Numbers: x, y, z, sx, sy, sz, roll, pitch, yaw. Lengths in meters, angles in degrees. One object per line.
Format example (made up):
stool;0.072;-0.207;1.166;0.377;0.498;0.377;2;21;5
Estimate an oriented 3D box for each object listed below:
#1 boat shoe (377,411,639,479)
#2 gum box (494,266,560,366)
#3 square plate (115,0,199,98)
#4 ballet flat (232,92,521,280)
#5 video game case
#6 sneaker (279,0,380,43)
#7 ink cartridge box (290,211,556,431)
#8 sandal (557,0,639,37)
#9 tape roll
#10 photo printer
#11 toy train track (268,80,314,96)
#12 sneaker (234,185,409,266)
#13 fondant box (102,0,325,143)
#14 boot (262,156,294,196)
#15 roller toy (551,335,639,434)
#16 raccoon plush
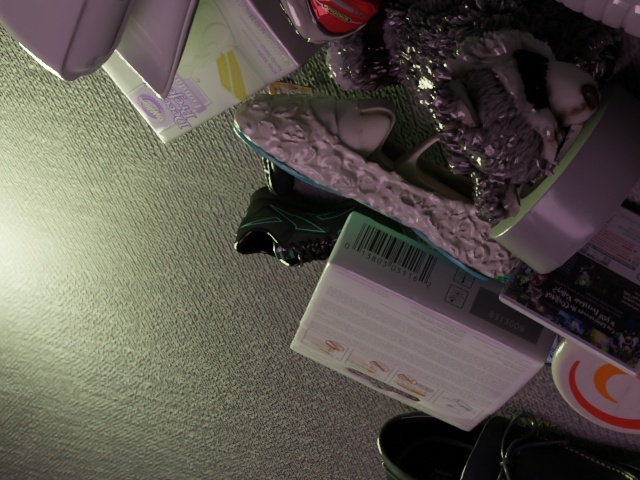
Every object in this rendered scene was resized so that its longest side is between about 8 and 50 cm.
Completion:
boat shoe;0.284;0.361;2.171;0.500;0.187;0.156;8;144;43
gum box;0.258;0.082;1.969;0.157;0.041;0.184;18;142;24
square plate;-0.233;-0.395;1.667;0.344;0.049;0.347;48;140;17
ballet flat;0.095;-0.101;1.808;0.409;0.147;0.147;29;148;-9
video game case;0.338;0.044;1.726;0.190;0.173;0.022;30;173;18
sneaker;-0.018;-0.362;1.631;0.118;0.107;0.279;-22;113;20
ink cartridge box;0.133;0.127;2.010;0.308;0.091;0.385;25;157;0
sandal;0.343;-0.273;1.404;0.416;0.102;0.169;25;149;-11
tape roll;0.283;-0.069;1.598;0.072;0.219;0.219;37;147;-5
photo printer;-0.310;-0.351;1.654;0.256;0.107;0.307;50;141;14
toy train track;-0.046;-0.207;1.903;0.083;0.014;0.048;14;134;20
sneaker;0.000;0.000;2.038;0.267;0.106;0.101;10;138;31
fondant box;-0.162;-0.281;1.819;0.238;0.096;0.330;52;145;-12
boot;-0.027;-0.100;1.993;0.099;0.045;0.121;13;140;26
roller toy;0.395;0.132;1.816;0.191;0.146;0.209;-5;128;30
raccoon plush;0.131;-0.137;1.574;0.216;0.299;0.446;45;146;-15
